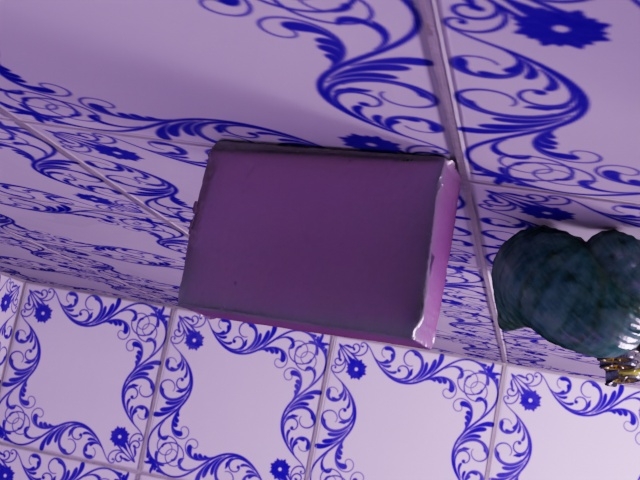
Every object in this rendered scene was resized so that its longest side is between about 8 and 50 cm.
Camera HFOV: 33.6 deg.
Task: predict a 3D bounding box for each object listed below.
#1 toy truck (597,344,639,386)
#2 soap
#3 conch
[{"bbox_3d":[0.448,0.116,1.404,0.157,0.124,0.272,-3,163,18],"label":"toy truck"},{"bbox_3d":[0.001,0.000,1.049,0.259,0.181,0.081,5,169,23],"label":"soap"},{"bbox_3d":[0.283,0.046,1.162,0.202,0.134,0.196,1,-152,22],"label":"conch"}]
